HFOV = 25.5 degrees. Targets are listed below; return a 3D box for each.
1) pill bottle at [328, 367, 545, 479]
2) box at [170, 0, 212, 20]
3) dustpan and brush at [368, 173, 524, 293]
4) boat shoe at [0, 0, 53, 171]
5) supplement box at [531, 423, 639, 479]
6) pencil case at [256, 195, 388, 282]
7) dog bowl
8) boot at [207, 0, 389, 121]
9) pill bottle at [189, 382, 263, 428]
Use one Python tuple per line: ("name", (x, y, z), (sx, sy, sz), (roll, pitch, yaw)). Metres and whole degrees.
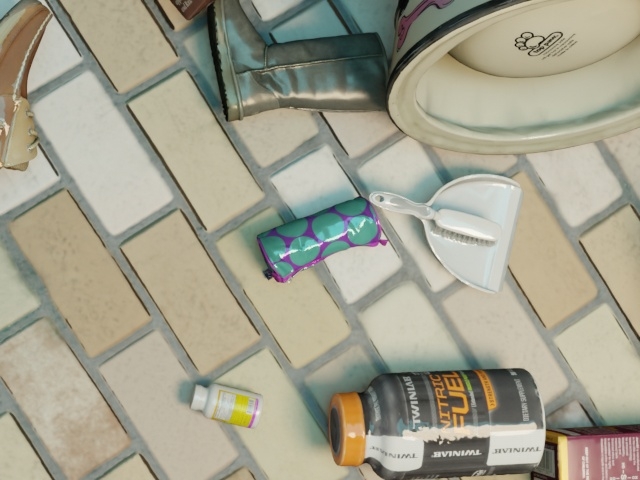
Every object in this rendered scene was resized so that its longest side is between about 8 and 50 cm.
("pill bottle", (0.136, 0.222, 1.700), (0.245, 0.130, 0.130), (-2, 87, -12))
("box", (-0.032, -0.434, 1.632), (0.381, 0.191, 0.143), (-39, 96, -22))
("dustpan and brush", (0.153, -0.026, 1.749), (0.211, 0.060, 0.147), (15, 84, -12))
("boat shoe", (-0.383, -0.123, 1.626), (0.116, 0.123, 0.324), (28, 88, -16))
("supplement box", (0.366, 0.275, 1.758), (0.188, 0.104, 0.081), (-1, 88, -12))
("pencil case", (0.000, 0.000, 1.717), (0.151, 0.064, 0.070), (-23, 75, -12))
("dog bowl", (0.267, -0.250, 1.633), (0.408, 0.408, 0.150), (-3, 69, -12))
("boot", (-0.027, -0.236, 1.720), (0.208, 0.076, 0.190), (-10, 91, -9))
("pill bottle", (-0.113, 0.197, 1.694), (0.083, 0.043, 0.043), (15, 84, -10))
